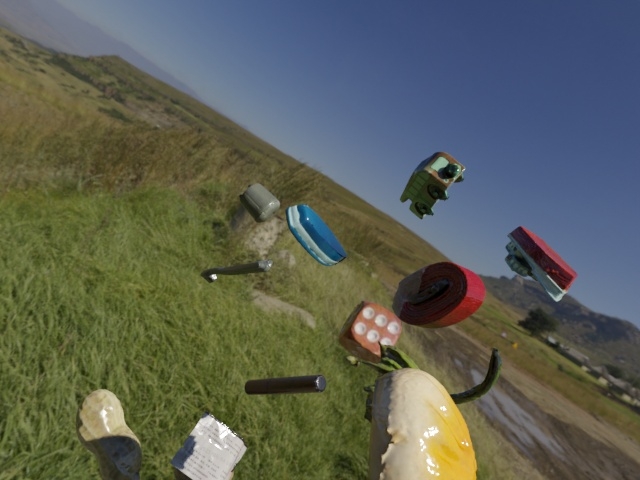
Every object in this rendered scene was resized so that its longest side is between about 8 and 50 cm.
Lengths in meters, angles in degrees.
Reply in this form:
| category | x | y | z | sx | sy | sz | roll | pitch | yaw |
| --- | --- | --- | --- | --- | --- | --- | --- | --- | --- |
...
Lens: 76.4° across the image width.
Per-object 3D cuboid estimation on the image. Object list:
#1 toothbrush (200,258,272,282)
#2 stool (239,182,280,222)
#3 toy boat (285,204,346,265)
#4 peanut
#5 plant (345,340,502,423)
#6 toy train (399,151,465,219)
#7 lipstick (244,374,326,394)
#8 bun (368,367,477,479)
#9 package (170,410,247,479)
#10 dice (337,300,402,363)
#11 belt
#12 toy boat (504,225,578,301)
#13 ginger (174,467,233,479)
| category | x | y | z | sx | sy | sz | roll | pitch | yaw |
| --- | --- | --- | --- | --- | --- | --- | --- | --- | --- |
| toothbrush | -0.178 | 0.062 | 0.828 | 0.297 | 0.030 | 0.030 | -13 | -64 | 53 |
| stool | -0.186 | -0.115 | 1.236 | 0.110 | 0.096 | 0.096 | 47 | 6 | 4 |
| toy boat | 0.000 | 0.000 | 1.134 | 0.299 | 0.062 | 0.096 | 46 | 24 | -52 |
| peanut | -0.613 | 0.582 | 1.178 | 0.298 | 0.136 | 0.120 | 58 | 15 | 9 |
| plant | 0.238 | 0.370 | 0.936 | 0.180 | 0.250 | 0.334 | -17 | 6 | -40 |
| toy train | 0.405 | -0.202 | 1.483 | 0.159 | 0.129 | 0.326 | 40 | -17 | 9 |
| lipstick | -0.125 | 0.486 | 1.361 | 0.357 | 0.057 | 0.057 | -21 | -37 | 40 |
| bun | 0.170 | 0.363 | 0.669 | 0.165 | 0.298 | 0.299 | -1 | -3 | 13 |
| package | -0.388 | 0.781 | 1.481 | 0.062 | 0.203 | 0.250 | -14 | -57 | 43 |
| dice | 0.179 | 0.336 | 1.475 | 0.175 | 0.173 | 0.179 | 35 | -21 | 0 |
| belt | 0.280 | 0.134 | 0.956 | 0.124 | 0.201 | 0.127 | 19 | 48 | -43 |
| toy boat | 0.714 | 0.087 | 1.344 | 0.145 | 0.133 | 0.331 | 29 | 24 | -13 |
| ginger | -0.444 | 0.973 | 1.563 | 0.245 | 0.155 | 0.304 | 33 | 24 | -40 |
